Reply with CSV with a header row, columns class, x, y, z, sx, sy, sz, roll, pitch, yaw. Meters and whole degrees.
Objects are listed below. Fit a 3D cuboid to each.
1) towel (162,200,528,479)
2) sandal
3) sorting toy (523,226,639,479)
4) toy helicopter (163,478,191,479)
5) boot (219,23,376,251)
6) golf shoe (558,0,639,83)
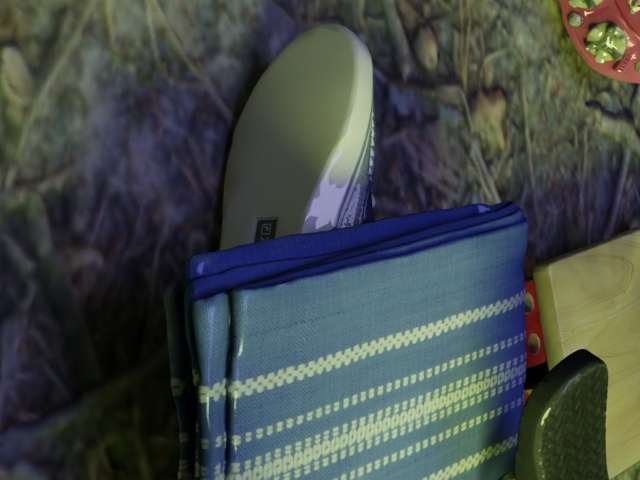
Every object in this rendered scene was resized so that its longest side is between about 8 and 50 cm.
class,x,y,z,sx,sy,sz,roll,pitch,yaw
towel,0.018,0.156,0.651,0.243,0.040,0.336,-13,108,-51
sandal,0.106,0.115,0.684,0.067,0.040,0.179,-35,138,-31
sorting toy,0.157,0.069,0.857,0.274,0.046,0.132,-17,98,-50
toy helicopter,-0.133,0.141,0.447,0.235,0.140,0.355,-40,99,-13
boot,0.000,0.000,0.677,0.086,0.069,0.190,29,72,-50
golf shoe,0.186,-0.258,0.904,0.140,0.115,0.306,-43,124,-55
